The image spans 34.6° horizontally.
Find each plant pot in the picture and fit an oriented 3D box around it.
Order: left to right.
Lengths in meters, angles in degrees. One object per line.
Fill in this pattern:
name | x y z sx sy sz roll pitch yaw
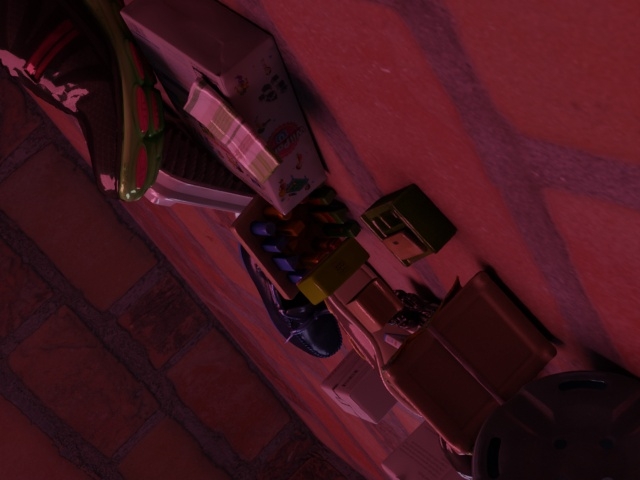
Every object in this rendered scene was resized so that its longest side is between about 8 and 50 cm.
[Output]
plant pot | 0.333 0.356 1.252 0.341 0.341 0.334 34 155 42

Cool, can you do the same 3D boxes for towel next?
towel | -0.117 -0.140 1.344 0.152 0.023 0.113 46 166 -3

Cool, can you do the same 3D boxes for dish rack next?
dish rack | -0.236 -0.126 1.704 0.285 0.072 0.333 40 -164 30

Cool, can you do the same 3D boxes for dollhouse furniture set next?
dollhouse furniture set | 0.131 0.106 1.342 0.301 0.197 0.151 47 165 -3

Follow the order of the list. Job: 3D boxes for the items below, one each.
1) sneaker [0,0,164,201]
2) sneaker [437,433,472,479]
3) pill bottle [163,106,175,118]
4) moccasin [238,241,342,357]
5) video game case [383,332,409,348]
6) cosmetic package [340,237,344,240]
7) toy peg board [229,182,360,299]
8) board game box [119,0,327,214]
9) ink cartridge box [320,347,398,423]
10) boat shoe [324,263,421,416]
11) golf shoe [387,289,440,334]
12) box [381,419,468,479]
sneaker | -0.362 -0.267 1.468 0.185 0.202 0.483 43 -156 -81
sneaker | 0.226 0.218 1.428 0.106 0.101 0.267 10 112 42
pill bottle | -0.324 -0.207 2.011 0.184 0.103 0.103 44 167 7
moccasin | -0.054 0.123 2.097 0.342 0.138 0.117 52 161 -28
video game case | 0.187 0.178 1.610 0.119 0.015 0.166 8 -173 -25
cosmetic package | 0.000 0.000 1.767 0.060 0.041 0.115 45 167 5
toy peg board | -0.028 -0.018 1.577 0.079 0.161 0.161 2 137 49
board game box | -0.129 -0.202 1.451 0.224 0.097 0.303 38 163 33
ink cartridge box | 0.100 0.271 2.031 0.086 0.148 0.203 46 168 -9
boat shoe | 0.111 0.166 1.774 0.324 0.116 0.097 52 171 -7
golf shoe | 0.188 0.135 1.569 0.198 0.077 0.094 33 -177 40
box | 0.220 0.407 1.657 0.182 0.119 0.181 51 170 -16
